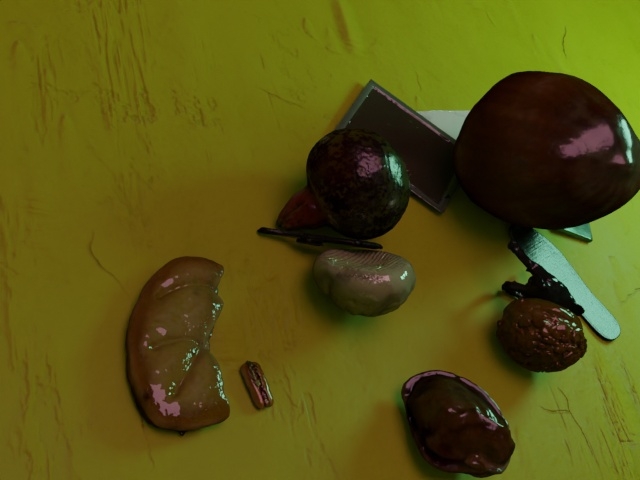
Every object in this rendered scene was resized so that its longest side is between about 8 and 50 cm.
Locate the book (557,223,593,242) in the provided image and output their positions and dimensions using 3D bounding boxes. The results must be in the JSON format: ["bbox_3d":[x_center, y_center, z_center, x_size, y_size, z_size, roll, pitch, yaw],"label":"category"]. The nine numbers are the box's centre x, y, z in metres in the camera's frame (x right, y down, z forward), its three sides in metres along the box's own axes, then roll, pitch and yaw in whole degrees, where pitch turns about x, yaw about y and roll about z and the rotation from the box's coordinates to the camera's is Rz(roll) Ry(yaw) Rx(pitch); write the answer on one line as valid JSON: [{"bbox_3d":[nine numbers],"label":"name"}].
[{"bbox_3d":[0.542,-0.065,2.049,0.103,0.017,0.135,18,51,-23],"label":"book"}]

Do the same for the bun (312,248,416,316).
[{"bbox_3d":[0.070,0.076,1.585,0.184,0.102,0.183,5,12,-1],"label":"bun"}]

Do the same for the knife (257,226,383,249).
[{"bbox_3d":[0.001,0.000,1.618,0.222,0.045,0.021,7,90,-6],"label":"knife"}]

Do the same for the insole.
[{"bbox_3d":[0.500,0.081,1.919,0.110,0.012,0.309,-27,74,-43],"label":"insole"}]

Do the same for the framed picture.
[{"bbox_3d":[0.171,-0.194,1.913,0.273,0.016,0.216,36,47,-3],"label":"framed picture"}]

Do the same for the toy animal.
[{"bbox_3d":[0.423,0.087,1.770,0.148,0.084,0.233,27,-7,33],"label":"toy animal"}]

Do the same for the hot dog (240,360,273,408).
[{"bbox_3d":[-0.096,0.219,1.443,0.037,0.021,0.083,-11,65,-38],"label":"hot dog"}]

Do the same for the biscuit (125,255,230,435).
[{"bbox_3d":[-0.214,0.146,1.410,0.154,0.045,0.299,10,52,-24],"label":"biscuit"}]

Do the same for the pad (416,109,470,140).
[{"bbox_3d":[0.278,-0.217,2.008,0.232,0.004,0.156,-7,62,-35],"label":"pad"}]

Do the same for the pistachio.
[{"bbox_3d":[0.220,0.293,1.513,0.210,0.130,0.165,40,52,22],"label":"pistachio"}]

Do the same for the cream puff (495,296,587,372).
[{"bbox_3d":[0.397,0.178,1.699,0.165,0.150,0.115,10,59,30],"label":"cream puff"}]

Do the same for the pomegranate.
[{"bbox_3d":[0.033,-0.087,1.645,0.248,0.214,0.214,-26,70,-6],"label":"pomegranate"}]

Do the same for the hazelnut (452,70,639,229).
[{"bbox_3d":[0.449,-0.171,1.851,0.366,0.366,0.365,16,50,-21],"label":"hazelnut"}]
